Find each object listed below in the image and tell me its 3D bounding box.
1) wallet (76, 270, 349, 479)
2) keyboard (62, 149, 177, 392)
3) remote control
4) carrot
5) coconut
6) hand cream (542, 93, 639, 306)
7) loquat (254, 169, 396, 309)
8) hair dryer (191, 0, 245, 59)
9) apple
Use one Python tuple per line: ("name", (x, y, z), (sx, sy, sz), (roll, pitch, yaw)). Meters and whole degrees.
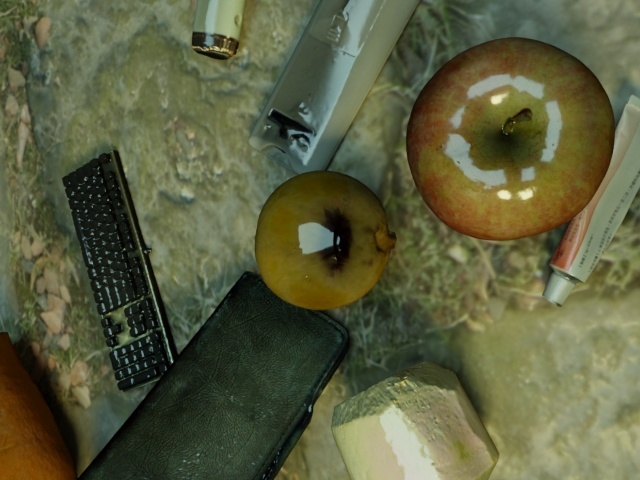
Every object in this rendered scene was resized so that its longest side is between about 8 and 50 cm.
("wallet", (-0.109, 0.193, 0.719), (0.173, 0.045, 0.318), (28, 66, 17))
("keyboard", (-0.267, 0.036, 0.876), (0.106, 0.027, 0.316), (-24, 77, 19))
("remote control", (0.021, -0.228, 0.764), (0.109, 0.055, 0.312), (32, 98, 21))
("carrot", (-0.417, 0.297, 0.820), (0.331, 0.214, 0.193), (55, 128, 13))
("coconut", (0.094, 0.209, 0.657), (0.147, 0.147, 0.152), (-30, 73, 17))
("hand cream", (0.277, -0.034, 0.651), (0.038, 0.052, 0.216), (33, 97, 54))
("loquat", (0.000, 0.000, 0.712), (0.163, 0.137, 0.163), (6, 107, 21))
("hair dryer", (-0.109, -0.384, 0.807), (0.203, 0.128, 0.361), (15, 99, 22))
("apple", (0.176, -0.092, 0.627), (0.188, 0.174, 0.188), (-1, 88, 19))
